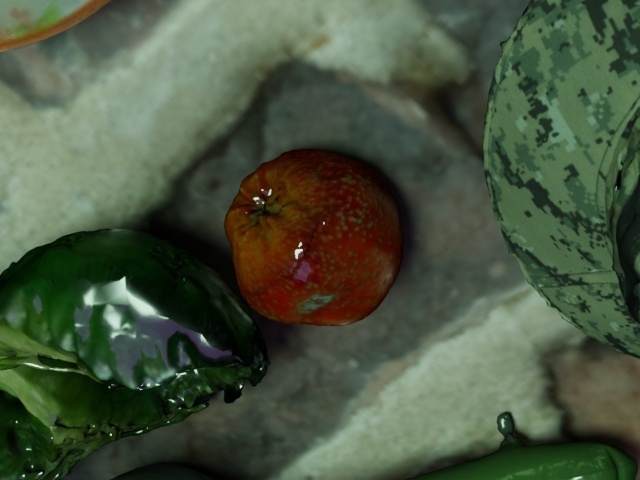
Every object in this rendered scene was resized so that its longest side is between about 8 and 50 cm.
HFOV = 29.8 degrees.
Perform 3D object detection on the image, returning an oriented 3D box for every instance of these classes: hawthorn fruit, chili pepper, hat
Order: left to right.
[{"bbox_3d":[-0.141,0.066,0.642,0.264,0.116,0.148,-26,106,27],"label":"chili pepper"},{"bbox_3d":[0.000,0.000,0.585,0.093,0.093,0.093,5,124,8],"label":"hawthorn fruit"},{"bbox_3d":[0.191,-0.008,0.510,0.265,0.128,0.266,5,120,8],"label":"hat"}]

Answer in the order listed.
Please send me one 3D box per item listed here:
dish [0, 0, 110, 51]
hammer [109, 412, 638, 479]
[{"bbox_3d":[-0.168,-0.202,0.463,0.260,0.085,0.260,4,132,4],"label":"dish"},{"bbox_3d":[0.006,0.158,0.647,0.335,0.206,0.119,-16,88,1],"label":"hammer"}]
